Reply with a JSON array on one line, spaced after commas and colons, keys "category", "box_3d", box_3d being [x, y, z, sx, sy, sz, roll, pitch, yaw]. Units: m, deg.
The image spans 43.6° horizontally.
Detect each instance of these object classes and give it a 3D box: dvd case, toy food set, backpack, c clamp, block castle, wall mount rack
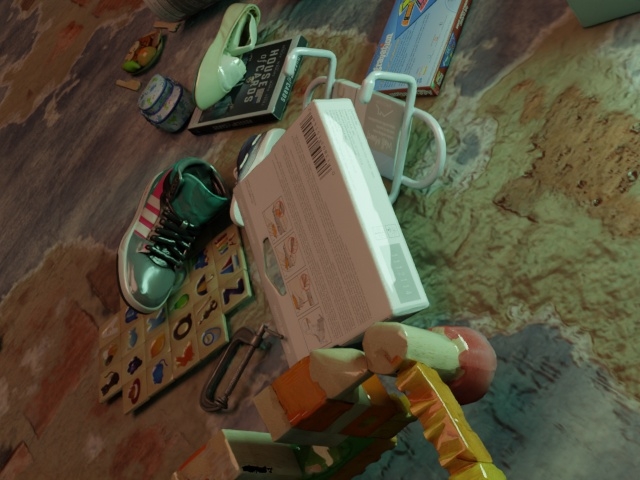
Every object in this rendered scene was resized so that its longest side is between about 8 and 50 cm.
[{"category": "dvd case", "box_3d": [-0.143, -0.295, 1.531, 0.239, 0.029, 0.179, -3, 61, 42]}, {"category": "toy food set", "box_3d": [-0.418, -0.445, 1.873, 0.132, 0.038, 0.192, 21, 78, 47]}, {"category": "backpack", "box_3d": [-0.317, -0.280, 1.636, 0.114, 0.084, 0.105, 34, 90, 46]}, {"category": "c clamp", "box_3d": [-0.127, 0.186, 1.175, 0.160, 0.022, 0.137, -59, 27, -3]}, {"category": "block castle", "box_3d": [0.036, 0.314, 0.828, 0.453, 0.213, 0.303, -44, 54, 20]}, {"category": "wall mount rack", "box_3d": [0.020, -0.120, 1.203, 0.350, 0.131, 0.304, 32, 119, 49]}]

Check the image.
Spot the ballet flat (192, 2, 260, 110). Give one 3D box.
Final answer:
[{"category": "ballet flat", "box_3d": [-0.171, -0.354, 1.521, 0.086, 0.086, 0.248, -6, 58, 39]}]

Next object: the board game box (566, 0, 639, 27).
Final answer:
[{"category": "board game box", "box_3d": [0.446, -0.456, 1.059, 0.224, 0.097, 0.303, -9, 58, 38]}]

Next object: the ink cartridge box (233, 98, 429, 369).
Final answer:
[{"category": "ink cartridge box", "box_3d": [0.000, 0.000, 1.087, 0.261, 0.066, 0.296, -38, 66, 52]}]

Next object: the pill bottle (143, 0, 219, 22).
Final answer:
[{"category": "pill bottle", "box_3d": [-0.250, -0.597, 1.733, 0.283, 0.161, 0.161, -15, 54, 35]}]

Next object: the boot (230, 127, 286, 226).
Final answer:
[{"category": "boot", "box_3d": [-0.116, -0.103, 1.358, 0.086, 0.069, 0.190, -4, 53, 50]}]

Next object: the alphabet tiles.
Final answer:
[{"category": "alphabet tiles", "box_3d": [-0.256, 0.123, 1.354, 0.342, 0.011, 0.285, -36, 42, 18]}]

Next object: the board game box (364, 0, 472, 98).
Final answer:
[{"category": "board game box", "box_3d": [0.168, -0.353, 1.291, 0.145, 0.027, 0.281, 6, 67, 42]}]

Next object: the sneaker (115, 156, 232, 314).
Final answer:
[{"category": "sneaker", "box_3d": [-0.235, -0.027, 1.349, 0.178, 0.124, 0.295, -29, 42, 40]}]
